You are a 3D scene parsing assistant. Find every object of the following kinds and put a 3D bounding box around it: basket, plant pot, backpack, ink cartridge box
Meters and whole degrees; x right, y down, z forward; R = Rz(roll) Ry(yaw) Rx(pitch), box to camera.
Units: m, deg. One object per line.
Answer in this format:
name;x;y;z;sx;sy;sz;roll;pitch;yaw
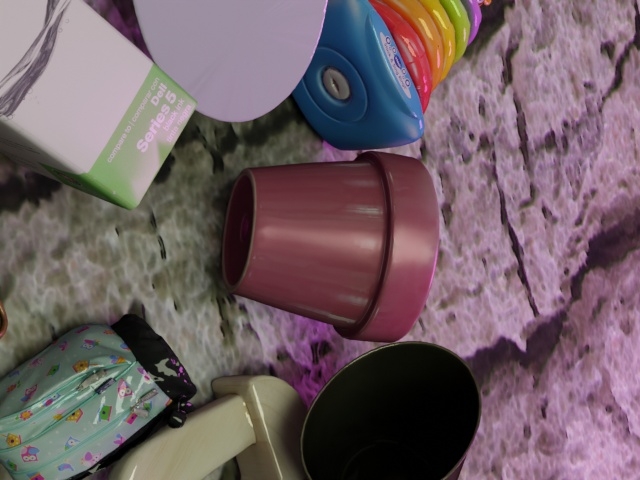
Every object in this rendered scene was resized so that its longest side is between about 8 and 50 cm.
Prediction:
basket;0.072;0.244;1.084;0.204;0.154;0.227;-41;151;-26
plant pot;0.000;0.000;1.060;0.180;0.201;0.201;7;89;-18
backpack;-0.221;0.149;0.950;0.182;0.152;0.115;-34;106;-14
ink cartridge box;-0.264;-0.154;0.812;0.273;0.198;0.115;41;75;-46

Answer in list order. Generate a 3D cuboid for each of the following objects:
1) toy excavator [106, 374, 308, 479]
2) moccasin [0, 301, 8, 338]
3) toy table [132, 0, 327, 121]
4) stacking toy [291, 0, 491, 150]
toy excavator;-0.203;0.336;0.939;0.432;0.222;0.445;10;78;-35
moccasin;-0.375;-0.029;0.755;0.139;0.147;0.380;-74;146;-42
toy table;-0.093;-0.265;0.943;0.252;0.161;0.274;1;119;-18
stacking toy;0.112;-0.241;1.139;0.302;0.165;0.175;-40;113;-32
